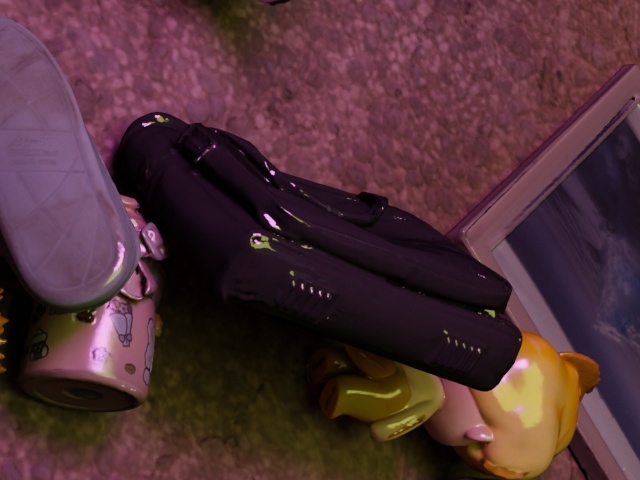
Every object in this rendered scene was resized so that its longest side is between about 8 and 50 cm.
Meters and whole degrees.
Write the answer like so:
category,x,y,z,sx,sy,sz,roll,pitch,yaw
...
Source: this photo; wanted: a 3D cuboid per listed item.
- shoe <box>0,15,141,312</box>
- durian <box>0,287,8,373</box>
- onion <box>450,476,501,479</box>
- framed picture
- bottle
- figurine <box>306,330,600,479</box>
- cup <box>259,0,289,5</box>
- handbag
category,x,y,z,sx,sy,sz,roll,pitch,yaw
shoe,-0.205,-0.045,1.244,0.103,0.100,0.251,-23,64,-18
durian,-0.276,0.031,1.149,0.193,0.138,0.237,-19,90,-42
onion,0.137,0.329,1.430,0.227,0.120,0.283,43,55,-17
framed picture,0.318,0.095,1.699,0.326,0.028,0.446,-42,106,-38
bottle,-0.155,0.037,1.276,0.099,0.099,0.152,23,64,-34
figurine,0.111,0.122,1.467,0.246,0.131,0.156,8,39,-30
cup,-0.071,-0.351,1.361,0.274,0.253,0.253,33,60,-21
handbag,0.000,0.000,1.339,0.275,0.244,0.088,18,105,-33
